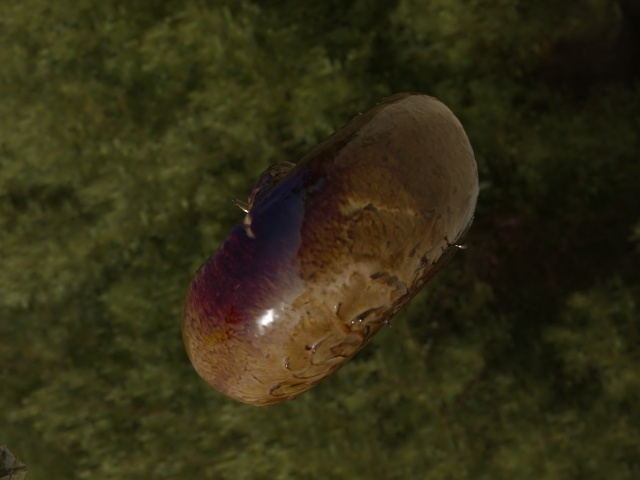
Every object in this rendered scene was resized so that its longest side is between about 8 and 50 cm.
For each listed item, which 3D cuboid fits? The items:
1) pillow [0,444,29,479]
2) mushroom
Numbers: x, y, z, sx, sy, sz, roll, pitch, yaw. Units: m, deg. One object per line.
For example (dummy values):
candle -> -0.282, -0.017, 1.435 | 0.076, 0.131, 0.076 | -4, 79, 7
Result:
pillow -> -0.319, 0.240, 1.248 | 0.078, 0.181, 0.134 | 50, -152, -3
mushroom -> 0.010, 0.008, 1.256 | 0.163, 0.297, 0.278 | 44, -173, -7
